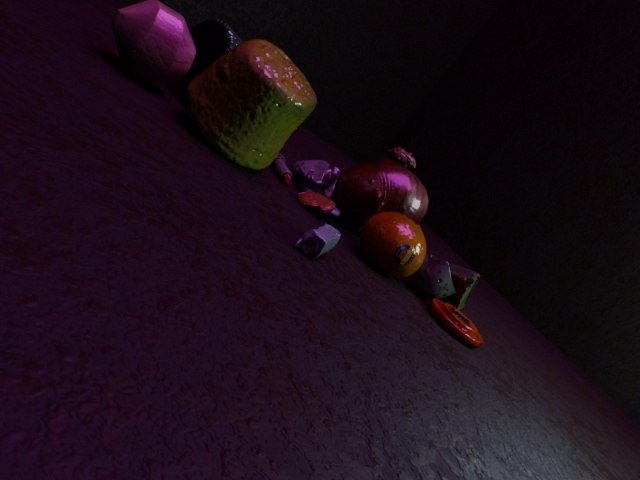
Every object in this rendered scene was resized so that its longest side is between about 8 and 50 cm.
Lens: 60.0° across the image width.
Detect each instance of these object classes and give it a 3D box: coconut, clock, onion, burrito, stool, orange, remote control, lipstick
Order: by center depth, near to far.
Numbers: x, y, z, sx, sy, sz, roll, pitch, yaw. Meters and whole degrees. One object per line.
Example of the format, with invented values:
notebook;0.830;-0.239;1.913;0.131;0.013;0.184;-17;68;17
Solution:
coconut;-0.519;-0.607;1.697;0.259;0.259;0.259;36;13;-10
clock;0.428;0.255;1.743;0.205;0.051;0.205;37;13;-10
orange;0.230;0.011;1.748;0.219;0.193;0.219;29;-2;1
remote control;-0.006;-0.138;1.907;0.097;0.045;0.256;22;17;-31
lipstick;-0.133;-0.246;1.912;0.063;0.057;0.186;29;19;-38
onion;0.208;-0.140;1.968;0.353;0.354;0.354;36;13;-10
stool;-0.329;-0.566;1.986;0.297;0.297;0.330;48;11;36
burrito;-0.016;-0.239;2.017;0.143;0.089;0.229;-11;22;-11

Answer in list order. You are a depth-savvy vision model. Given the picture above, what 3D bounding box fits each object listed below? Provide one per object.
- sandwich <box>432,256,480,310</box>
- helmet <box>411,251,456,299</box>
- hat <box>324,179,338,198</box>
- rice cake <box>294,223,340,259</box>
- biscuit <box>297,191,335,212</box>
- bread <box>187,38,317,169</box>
sandwich;0.424;0.125;1.908;0.212;0.063;0.245;44;-23;23
helmet;0.357;0.130;1.837;0.177;0.107;0.153;28;-31;54
hat;0.058;-0.200;2.245;0.122;0.081;0.166;32;25;-18
rice cake;0.000;0.000;1.408;0.063;0.069;0.206;40;12;7
biscuit;-0.014;-0.127;1.793;0.130;0.019;0.102;24;31;18
bread;-0.201;-0.414;1.671;0.348;0.307;0.348;38;32;-29
